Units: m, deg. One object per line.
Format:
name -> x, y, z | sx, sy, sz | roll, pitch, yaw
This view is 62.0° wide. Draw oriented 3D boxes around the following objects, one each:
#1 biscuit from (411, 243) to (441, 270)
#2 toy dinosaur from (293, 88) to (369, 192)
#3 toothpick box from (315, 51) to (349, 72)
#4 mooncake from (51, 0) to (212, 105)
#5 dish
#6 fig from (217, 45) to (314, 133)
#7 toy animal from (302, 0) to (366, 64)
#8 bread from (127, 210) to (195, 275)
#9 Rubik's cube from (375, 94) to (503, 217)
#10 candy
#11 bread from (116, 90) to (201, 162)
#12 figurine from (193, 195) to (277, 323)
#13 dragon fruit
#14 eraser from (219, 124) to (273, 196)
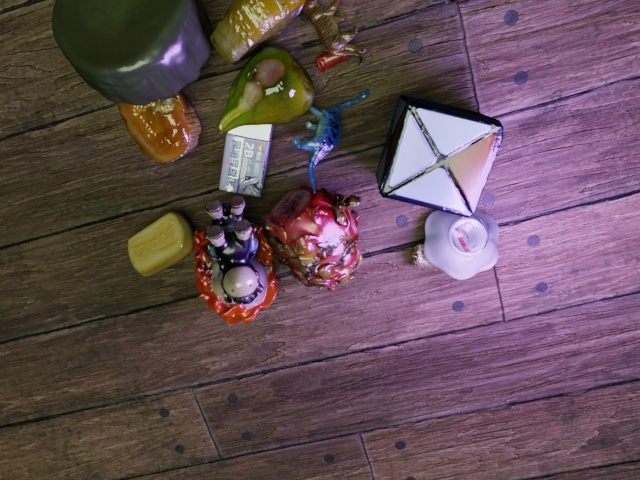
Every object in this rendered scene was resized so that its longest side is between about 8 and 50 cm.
biscuit -> 0.349, 0.054, 1.550 | 0.169, 0.082, 0.070 | 8, 81, 1
toy dinosaur -> 0.001, -0.291, 1.437 | 0.144, 0.076, 0.329 | 24, 77, 20
toothpick box -> 0.029, -0.480, 1.406 | 0.083, 0.047, 0.047 | -22, 106, 10
mooncake -> -0.446, -0.507, 1.294 | 0.357, 0.194, 0.356 | -2, 78, 9
dish -> 0.400, -0.007, 1.476 | 0.230, 0.081, 0.229 | 0, 82, -1
fig -> -0.160, -0.367, 1.377 | 0.275, 0.206, 0.206 | -34, 103, 15
toy animal -> 0.034, -0.542, 1.362 | 0.099, 0.057, 0.241 | -28, 84, 2
bread -> -0.462, 0.011, 1.567 | 0.217, 0.098, 0.147 | -25, 79, 17
Rubik's cube -> 0.294, -0.223, 1.371 | 0.248, 0.246, 0.250 | 15, 109, -1
candy -> -0.152, -0.537, 1.291 | 0.260, 0.260, 0.118 | -35, 105, 14
bread -> -0.438, -0.337, 1.442 | 0.179, 0.133, 0.250 | -19, 105, 14
figurine -> -0.231, 0.062, 1.451 | 0.241, 0.412, 0.306 | -25, 80, -17
dragon fruit -> 0.000, 0.000, 1.474 | 0.269, 0.250, 0.291 | -43, 118, -8
eraser -> -0.208, -0.237, 1.493 | 0.125, 0.068, 0.210 | 11, 108, -1
